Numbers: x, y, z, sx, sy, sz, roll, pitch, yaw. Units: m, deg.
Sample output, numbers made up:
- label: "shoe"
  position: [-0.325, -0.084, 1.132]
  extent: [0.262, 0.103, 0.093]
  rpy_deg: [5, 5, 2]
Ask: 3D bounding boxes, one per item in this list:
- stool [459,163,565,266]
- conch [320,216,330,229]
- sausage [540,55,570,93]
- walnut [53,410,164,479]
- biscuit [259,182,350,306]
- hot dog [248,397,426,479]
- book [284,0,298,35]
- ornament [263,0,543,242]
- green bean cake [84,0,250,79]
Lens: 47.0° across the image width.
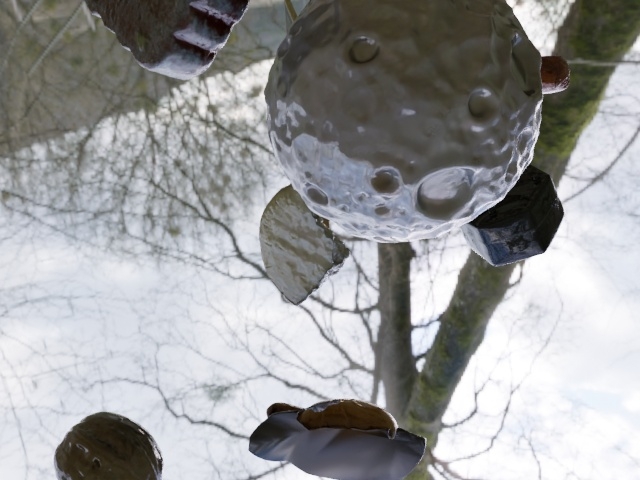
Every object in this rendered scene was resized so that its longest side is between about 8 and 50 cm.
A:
- label: "stool"
  position: [0.417, -0.065, 1.638]
  extent: [0.232, 0.141, 0.232]
  rpy_deg: [-22, -145, 16]
- label: "conch"
  position: [0.005, 0.002, 1.929]
  extent: [0.093, 0.109, 0.330]
  rpy_deg: [17, -145, 9]
- label: "sausage"
  position: [0.481, -0.425, 1.931]
  extent: [0.330, 0.102, 0.102]
  rpy_deg: [1, -157, 21]
- label: "walnut"
  position: [-0.315, 0.333, 1.102]
  extent: [0.162, 0.140, 0.140]
  rpy_deg: [24, -147, 22]
- label: "biscuit"
  position: [-0.035, 0.012, 1.392]
  extent: [0.188, 0.266, 0.040]
  rpy_deg: [14, -151, 25]
- label: "hot dog"
  position: [0.034, 0.371, 1.470]
  extent: [0.326, 0.194, 0.107]
  rpy_deg: [23, -155, -11]
- label: "book"
  position: [-0.044, -0.368, 1.716]
  extent: [0.018, 0.322, 0.228]
  rpy_deg: [-13, -128, -8]
- label: "ornament"
  position: [0.093, -0.173, 0.889]
  extent: [0.336, 0.337, 0.337]
  rpy_deg: [-4, -157, 1]
- label: "green bean cake"
  position: [-0.180, -0.319, 0.877]
  extent: [0.232, 0.199, 0.097]
  rpy_deg: [44, -160, 29]
